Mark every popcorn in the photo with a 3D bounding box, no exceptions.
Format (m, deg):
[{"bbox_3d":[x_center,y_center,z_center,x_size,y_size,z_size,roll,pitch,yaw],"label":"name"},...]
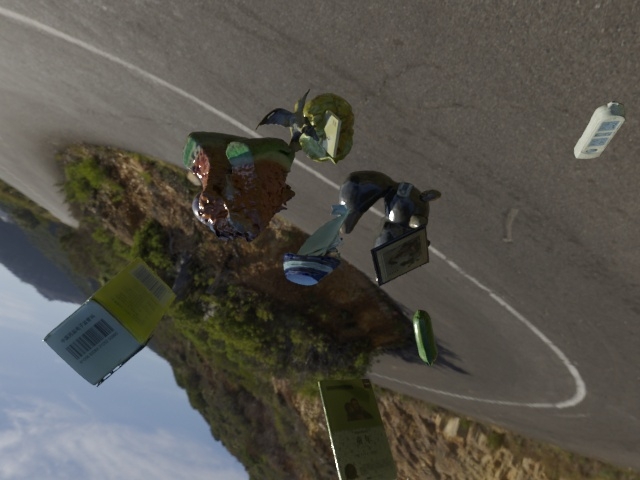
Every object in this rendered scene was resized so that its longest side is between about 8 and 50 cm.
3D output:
[{"bbox_3d":[0.021,-0.362,1.333,0.183,0.204,0.221,31,158,25],"label":"popcorn"}]

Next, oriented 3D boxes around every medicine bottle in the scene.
[{"bbox_3d":[-0.415,0.155,0.860,0.141,0.137,0.250,51,-174,-13],"label":"medicine bottle"}]

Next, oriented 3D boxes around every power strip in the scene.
[{"bbox_3d":[0.537,-0.204,0.804,0.047,0.030,0.191,-2,162,17],"label":"power strip"}]

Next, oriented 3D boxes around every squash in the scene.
[{"bbox_3d":[0.386,0.361,1.528,0.068,0.220,0.077,-11,-167,16],"label":"squash"}]

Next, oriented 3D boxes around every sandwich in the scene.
[{"bbox_3d":[-0.157,-0.133,0.852,0.250,0.302,0.162,9,136,-21],"label":"sandwich"}]

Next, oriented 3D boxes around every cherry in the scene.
[{"bbox_3d":[-0.381,-0.097,1.467,0.147,0.115,0.188,21,155,2],"label":"cherry"}]

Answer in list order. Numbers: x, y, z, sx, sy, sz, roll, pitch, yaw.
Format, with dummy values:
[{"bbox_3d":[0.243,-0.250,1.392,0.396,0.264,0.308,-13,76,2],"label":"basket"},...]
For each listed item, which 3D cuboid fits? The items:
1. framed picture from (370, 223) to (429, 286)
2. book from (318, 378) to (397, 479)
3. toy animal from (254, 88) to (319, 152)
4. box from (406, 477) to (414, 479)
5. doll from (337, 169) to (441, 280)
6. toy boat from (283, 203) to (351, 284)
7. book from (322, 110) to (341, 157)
[{"bbox_3d":[0.258,0.053,1.312,0.200,0.195,0.010,69,174,-47],"label":"framed picture"},{"bbox_3d":[0.127,0.657,1.438,0.239,0.353,0.035,11,138,-33],"label":"book"},{"bbox_3d":[-0.049,-0.324,1.126,0.219,0.155,0.095,5,-139,-46],"label":"toy animal"},{"bbox_3d":[0.329,0.780,1.136,0.232,0.149,0.067,19,122,10],"label":"box"},{"bbox_3d":[0.237,-0.062,1.567,0.378,0.383,0.252,24,-162,13],"label":"doll"},{"bbox_3d":[0.013,0.014,1.213,0.210,0.291,0.070,34,165,52],"label":"toy boat"},{"bbox_3d":[0.032,-0.304,1.184,0.077,0.014,0.111,-124,33,-44],"label":"book"}]
